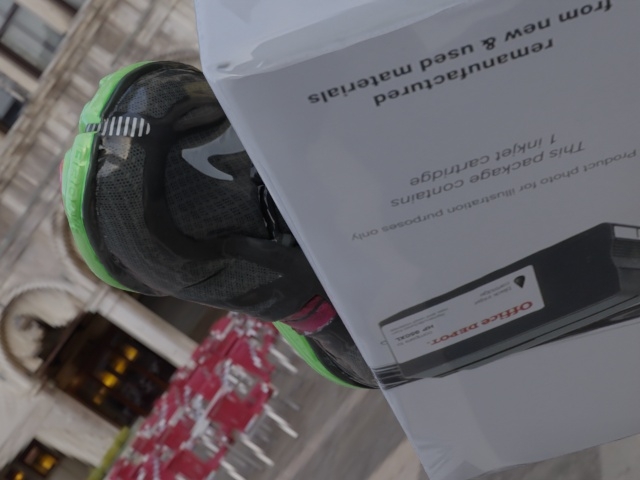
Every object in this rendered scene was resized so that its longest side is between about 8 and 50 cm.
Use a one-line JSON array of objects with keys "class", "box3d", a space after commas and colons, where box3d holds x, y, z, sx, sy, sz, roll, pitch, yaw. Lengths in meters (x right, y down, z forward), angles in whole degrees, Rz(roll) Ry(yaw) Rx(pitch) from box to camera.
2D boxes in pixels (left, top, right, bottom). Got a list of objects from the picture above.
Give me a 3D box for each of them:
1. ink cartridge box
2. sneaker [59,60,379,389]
[{"class": "ink cartridge box", "box3d": [0.068, -0.081, 0.572, 0.395, 0.166, 0.286, 63, -167, -54]}, {"class": "sneaker", "box3d": [0.000, 0.000, 0.838, 0.202, 0.482, 0.185, 4, 74, 37]}]
